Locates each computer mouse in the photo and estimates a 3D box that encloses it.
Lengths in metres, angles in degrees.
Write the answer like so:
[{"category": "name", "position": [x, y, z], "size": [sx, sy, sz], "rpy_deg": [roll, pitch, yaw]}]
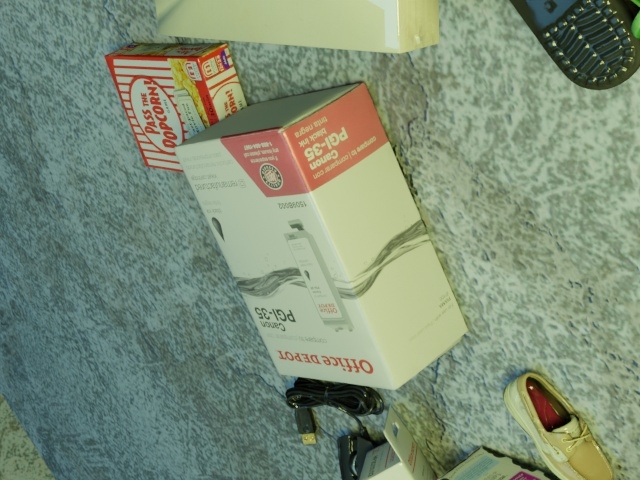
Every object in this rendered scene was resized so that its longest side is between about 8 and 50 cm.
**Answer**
[{"category": "computer mouse", "position": [0.033, 0.290, 1.380], "size": [0.184, 0.060, 0.262], "rpy_deg": [5, 122, 50]}]

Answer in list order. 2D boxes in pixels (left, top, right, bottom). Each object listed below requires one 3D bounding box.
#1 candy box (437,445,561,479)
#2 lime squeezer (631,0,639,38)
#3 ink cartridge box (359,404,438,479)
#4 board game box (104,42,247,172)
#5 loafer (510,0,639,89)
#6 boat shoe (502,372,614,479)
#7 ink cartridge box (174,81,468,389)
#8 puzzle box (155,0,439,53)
[{"category": "candy box", "position": [0.235, 0.318, 1.104], "size": [0.233, 0.071, 0.159], "rpy_deg": [12, 129, 57]}, {"category": "lime squeezer", "position": [0.237, -0.112, 0.680], "size": [0.310, 0.110, 0.059], "rpy_deg": [31, 142, -34]}, {"category": "ink cartridge box", "position": [0.099, 0.289, 1.243], "size": [0.181, 0.061, 0.104], "rpy_deg": [59, -168, -4]}, {"category": "board game box", "position": [-0.155, -0.149, 1.248], "size": [0.193, 0.045, 0.147], "rpy_deg": [11, 127, 48]}, {"category": "loafer", "position": [0.154, -0.206, 0.757], "size": [0.080, 0.078, 0.220], "rpy_deg": [-28, 94, 41]}, {"category": "boat shoe", "position": [0.228, 0.183, 1.038], "size": [0.135, 0.050, 0.045], "rpy_deg": [47, 152, 14]}, {"category": "ink cartridge box", "position": [0.000, 0.000, 1.110], "size": [0.207, 0.117, 0.283], "rpy_deg": [-2, 117, 53]}, {"category": "puzzle box", "position": [-0.038, -0.351, 0.808], "size": [0.272, 0.052, 0.409], "rpy_deg": [14, 116, 41]}]
